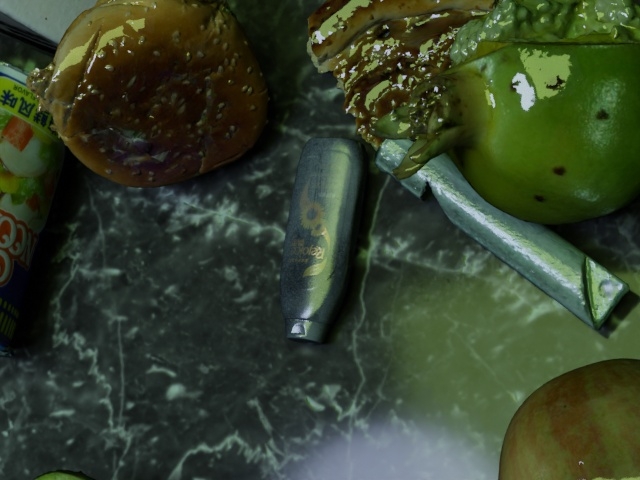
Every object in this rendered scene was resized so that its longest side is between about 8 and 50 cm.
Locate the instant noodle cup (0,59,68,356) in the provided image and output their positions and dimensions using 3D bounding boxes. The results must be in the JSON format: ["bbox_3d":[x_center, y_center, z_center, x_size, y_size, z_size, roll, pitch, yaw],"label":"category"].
[{"bbox_3d":[-0.438,-0.054,1.877,0.284,0.284,0.312,15,75,26],"label":"instant noodle cup"}]

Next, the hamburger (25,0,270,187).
[{"bbox_3d":[-0.196,-0.181,1.792,0.243,0.286,0.146,-65,27,25],"label":"hamburger"}]

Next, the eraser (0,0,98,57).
[{"bbox_3d":[-0.357,-0.322,1.928,0.331,0.331,0.150,26,89,27],"label":"eraser"}]

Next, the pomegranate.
[{"bbox_3d":[0.214,-0.132,1.586,0.340,0.260,0.260,-16,65,-23],"label":"pomegranate"}]

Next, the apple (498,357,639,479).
[{"bbox_3d":[0.293,0.243,1.487,0.257,0.257,0.234,-33,36,12],"label":"apple"}]

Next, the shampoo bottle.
[{"bbox_3d":[0.000,0.000,1.775,0.087,0.049,0.234,3,78,30],"label":"shampoo bottle"}]

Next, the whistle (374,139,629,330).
[{"bbox_3d":[0.191,-0.017,1.680,0.312,0.062,0.062,37,92,21],"label":"whistle"}]

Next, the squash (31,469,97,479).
[{"bbox_3d":[-0.268,0.347,1.755,0.170,0.123,0.170,-6,75,21],"label":"squash"}]

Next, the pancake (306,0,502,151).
[{"bbox_3d":[0.104,-0.204,1.782,0.266,0.057,0.245,-3,76,21],"label":"pancake"}]
